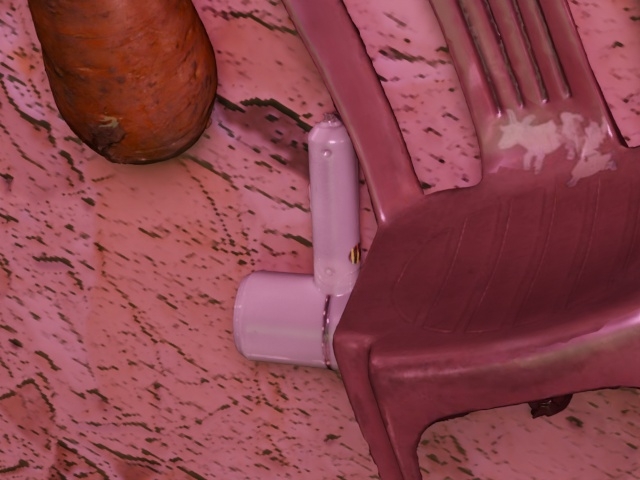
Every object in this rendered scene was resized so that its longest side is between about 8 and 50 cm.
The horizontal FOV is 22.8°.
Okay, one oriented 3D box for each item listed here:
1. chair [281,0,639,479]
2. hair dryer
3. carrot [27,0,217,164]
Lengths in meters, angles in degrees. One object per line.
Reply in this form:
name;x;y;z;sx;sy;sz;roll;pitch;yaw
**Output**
chair;0.085;-0.016;0.649;0.176;0.183;0.326;-15;117;23
hair dryer;0.000;0.000;0.769;0.082;0.047;0.137;6;117;13
carrot;-0.096;-0.139;0.632;0.078;0.078;0.298;7;145;12
